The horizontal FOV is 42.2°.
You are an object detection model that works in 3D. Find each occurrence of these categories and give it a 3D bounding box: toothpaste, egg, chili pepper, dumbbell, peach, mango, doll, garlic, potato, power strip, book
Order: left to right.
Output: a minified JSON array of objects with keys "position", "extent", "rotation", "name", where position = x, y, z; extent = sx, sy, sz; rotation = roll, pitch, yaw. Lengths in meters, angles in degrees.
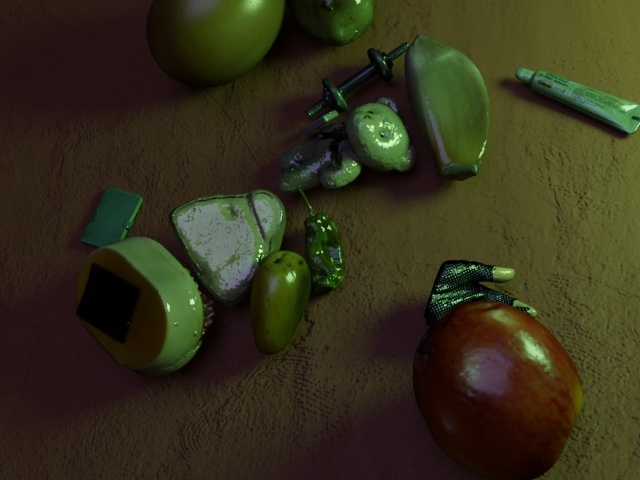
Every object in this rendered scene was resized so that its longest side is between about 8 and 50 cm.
[{"position":[-0.446,-0.044,1.784],"extent":[0.103,0.017,0.135],"rotation":[14,71,25],"name":"book"},{"position":[-0.218,-0.470,1.766],"extent":[0.322,0.250,0.250],"rotation":[-37,61,8],"name":"egg"},{"position":[-0.075,0.116,1.533],"extent":[0.098,0.137,0.195],"rotation":[7,91,15],"name":"mango"},{"position":[-0.001,-0.241,1.696],"extent":[0.040,0.090,0.016],"rotation":[-34,96,-37],"name":"power strip"},{"position":[0.002,-0.001,1.591],"extent":[0.072,0.073,0.204],"rotation":[-8,75,-5],"name":"chili pepper"},{"position":[0.019,-0.551,1.776],"extent":[0.210,0.173,0.307],"rotation":[-18,60,7],"name":"potato"},{"position":[0.035,-0.180,1.624],"extent":[0.278,0.149,0.175],"rotation":[-22,69,15],"name":"doll"},{"position":[0.075,-0.331,1.710],"extent":[0.254,0.081,0.081],"rotation":[-34,61,0],"name":"dumbbell"},{"position":[0.248,-0.254,1.602],"extent":[0.143,0.112,0.318],"rotation":[-6,61,-9],"name":"garlic"},{"position":[0.266,0.235,1.300],"extent":[0.281,0.281,0.238],"rotation":[12,29,22],"name":"peach"},{"position":[0.488,-0.273,1.576],"extent":[0.255,0.037,0.067],"rotation":[28,72,23],"name":"toothpaste"}]

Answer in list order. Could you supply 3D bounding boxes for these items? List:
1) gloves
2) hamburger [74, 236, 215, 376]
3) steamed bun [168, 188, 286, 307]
[{"position":[0.282,0.113,1.443],"extent":[0.181,0.106,0.129],"rotation":[19,52,5],"name":"gloves"},{"position":[-0.341,0.126,1.599],"extent":[0.295,0.151,0.227],"rotation":[41,106,25],"name":"hamburger"},{"position":[-0.157,-0.001,1.624],"extent":[0.212,0.110,0.231],"rotation":[-29,78,-4],"name":"steamed bun"}]
